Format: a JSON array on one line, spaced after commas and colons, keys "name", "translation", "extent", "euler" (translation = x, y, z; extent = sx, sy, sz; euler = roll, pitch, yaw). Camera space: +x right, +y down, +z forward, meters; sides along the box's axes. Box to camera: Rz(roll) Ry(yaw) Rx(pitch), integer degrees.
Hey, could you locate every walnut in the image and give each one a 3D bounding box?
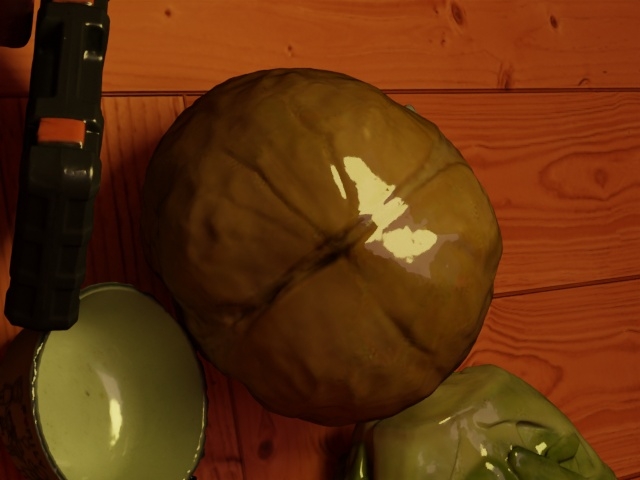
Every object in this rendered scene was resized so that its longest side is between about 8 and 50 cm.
[{"name": "walnut", "translation": [0.000, 0.000, 1.883], "extent": [0.308, 0.398, 0.354], "euler": [-31, 99, -9]}]

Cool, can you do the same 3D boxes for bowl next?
[{"name": "bowl", "translation": [-0.214, 0.150, 1.805], "extent": [0.211, 0.112, 0.211], "euler": [15, 69, -45]}]

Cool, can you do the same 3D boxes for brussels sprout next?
[{"name": "brussels sprout", "translation": [0.171, 0.290, 2.096], "extent": [0.328, 0.247, 0.328], "euler": [13, 73, -49]}]

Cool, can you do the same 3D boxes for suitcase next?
[{"name": "suitcase", "translation": [-0.227, -0.085, 1.726], "extent": [0.066, 0.206, 0.285], "euler": [6, 45, -9]}]

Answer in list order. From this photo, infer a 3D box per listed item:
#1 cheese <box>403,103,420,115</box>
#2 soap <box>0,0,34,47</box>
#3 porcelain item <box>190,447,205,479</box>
[{"name": "cheese", "translation": [0.077, -0.081, 2.222], "extent": [0.171, 0.048, 0.092], "euler": [-41, 112, -45]}, {"name": "soap", "translation": [-0.290, -0.324, 1.659], "extent": [0.128, 0.359, 0.233], "euler": [2, 77, -10]}, {"name": "porcelain item", "translation": [-0.136, 0.221, 1.938], "extent": [0.075, 0.021, 0.136], "euler": [-46, 114, -42]}]
